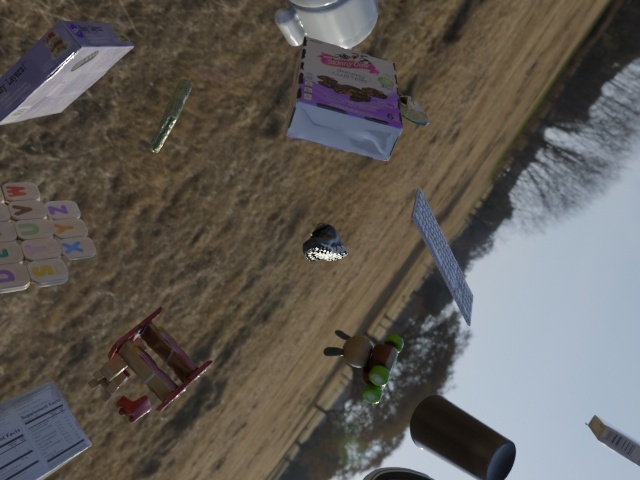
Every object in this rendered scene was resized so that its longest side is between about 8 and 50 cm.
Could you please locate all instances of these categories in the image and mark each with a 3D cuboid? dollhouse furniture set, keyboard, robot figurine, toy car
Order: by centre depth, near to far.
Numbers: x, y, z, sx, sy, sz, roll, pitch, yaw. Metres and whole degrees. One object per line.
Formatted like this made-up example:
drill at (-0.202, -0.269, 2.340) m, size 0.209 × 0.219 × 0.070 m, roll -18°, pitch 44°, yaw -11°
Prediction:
keyboard at (0.201, 0.032, 0.939) m, size 0.014 × 0.256 × 0.072 m, roll -17°, pitch -144°, yaw 25°
robot figurine at (0.021, -0.585, 1.358) m, size 0.300 × 0.200 × 0.353 m, roll -46°, pitch 158°, yaw 2°
dollhouse furniture set at (-0.464, 0.356, 1.555) m, size 0.152 × 0.201 × 0.374 m, roll -42°, pitch 178°, yaw -41°
toy car at (0.107, 0.316, 1.575) m, size 0.155 × 0.189 × 0.148 m, roll -53°, pitch 162°, yaw -50°

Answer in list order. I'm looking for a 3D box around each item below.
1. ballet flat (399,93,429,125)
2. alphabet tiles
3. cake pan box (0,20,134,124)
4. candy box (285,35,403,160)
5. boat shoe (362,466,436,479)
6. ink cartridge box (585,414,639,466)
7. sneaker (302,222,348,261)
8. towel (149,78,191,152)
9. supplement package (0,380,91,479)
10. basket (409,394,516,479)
ballet flat at (0.229, -0.345, 1.511) m, size 0.057 × 0.168 × 0.052 m, roll -2°, pitch 117°, yaw -26°
alphabet tiles at (-0.610, -0.016, 1.164) m, size 0.278 × 0.284 × 0.021 m, roll -8°, pitch 141°, yaw -37°
cake pan box at (-0.542, -0.345, 1.207) m, size 0.267 × 0.070 × 0.245 m, roll -34°, pitch -170°, yaw 18°
candy box at (0.038, -0.231, 0.932) m, size 0.070 × 0.165 × 0.196 m, roll 112°, pitch -15°, yaw -44°
boat shoe at (0.233, 0.495, 1.026) m, size 0.119 × 0.335 × 0.121 m, roll 118°, pitch -3°, yaw -66°
ink cartridge box at (0.766, 0.509, 1.409) m, size 0.045 × 0.223 × 0.224 m, roll -59°, pitch 162°, yaw 2°
sneaker at (0.000, 0.000, 1.625) m, size 0.078 × 0.106 × 0.234 m, roll -26°, pitch 166°, yaw 20°
towel at (-0.301, -0.246, 1.158) m, size 0.148 × 0.027 × 0.110 m, roll -35°, pitch -145°, yaw 52°
supplement package at (-0.584, 0.396, 1.016) m, size 0.262 × 0.145 × 0.204 m, roll -37°, pitch 173°, yaw 23°
basket at (0.377, 0.527, 1.521) m, size 0.204 × 0.227 × 0.154 m, roll 42°, pitch 76°, yaw -38°
